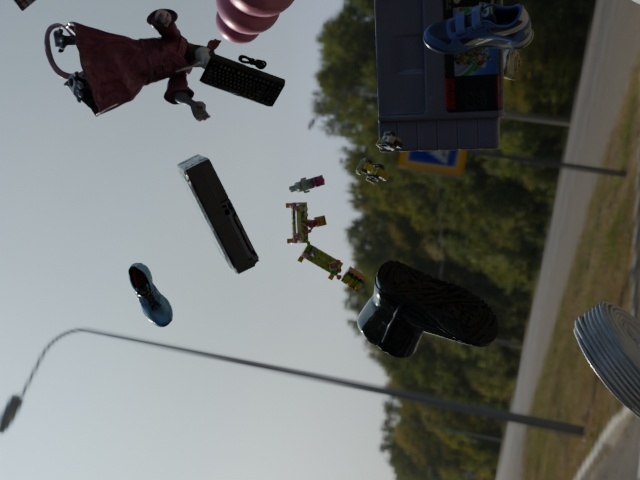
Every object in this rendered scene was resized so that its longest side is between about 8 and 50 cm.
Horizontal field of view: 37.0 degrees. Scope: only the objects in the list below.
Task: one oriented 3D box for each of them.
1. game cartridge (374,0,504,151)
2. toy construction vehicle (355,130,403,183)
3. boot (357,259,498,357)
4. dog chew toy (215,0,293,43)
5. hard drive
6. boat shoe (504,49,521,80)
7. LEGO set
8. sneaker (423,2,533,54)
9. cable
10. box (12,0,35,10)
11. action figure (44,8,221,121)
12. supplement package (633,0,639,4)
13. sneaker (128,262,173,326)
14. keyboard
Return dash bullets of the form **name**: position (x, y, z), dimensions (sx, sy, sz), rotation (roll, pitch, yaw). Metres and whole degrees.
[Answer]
- **game cartridge**: position (0.214, -0.339, 1.726), dimensions (0.068, 0.230, 0.355), rotation (-25, -66, -68)
- **toy construction vehicle**: position (0.099, -0.129, 1.536), dimensions (0.086, 0.035, 0.098), rotation (-63, 18, -6)
- **boot**: position (0.193, 0.155, 1.770), dimensions (0.094, 0.246, 0.207), rotation (-57, -12, -32)
- **dog chew toy**: position (-0.184, -0.647, 2.547), dimensions (0.332, 0.207, 0.206), rotation (-48, 21, 56)
- **hard drive**: position (-0.222, -0.063, 2.028), dimensions (0.237, 0.064, 0.339), rotation (64, 172, -12)
- **boat shoe**: position (0.490, -0.456, 2.453), dimensions (0.050, 0.045, 0.135), rotation (-52, 14, 51)
- **LEGO set**: position (0.000, 0.000, 2.129), dimensions (0.107, 0.132, 0.287), rotation (179, 66, -82)
- **sneaker**: position (0.206, -0.283, 1.259), dimensions (0.059, 0.144, 0.053), rotation (67, -159, -59)
- **cable**: position (0.601, 0.236, 1.855), dimensions (0.089, 0.257, 0.257), rotation (-42, 14, 22)
- **box**: position (-0.550, -0.570, 1.836), dimensions (0.201, 0.057, 0.293), rotation (-42, -3, -6)
- **action figure**: position (-0.391, -0.385, 2.134), dimensions (0.370, 0.276, 0.248), rotation (-14, -73, -31)
- **supplement package**: position (0.476, -0.405, 1.251), dimensions (0.149, 0.194, 0.203), rotation (-61, 0, -2)
- **sneaker**: position (-0.389, 0.124, 2.142), dimensions (0.162, 0.063, 0.073), rotation (57, 180, 5)
- **keyboard**: position (-0.168, -0.364, 2.133), dimensions (0.108, 0.180, 0.023), rotation (-58, 28, 33)
